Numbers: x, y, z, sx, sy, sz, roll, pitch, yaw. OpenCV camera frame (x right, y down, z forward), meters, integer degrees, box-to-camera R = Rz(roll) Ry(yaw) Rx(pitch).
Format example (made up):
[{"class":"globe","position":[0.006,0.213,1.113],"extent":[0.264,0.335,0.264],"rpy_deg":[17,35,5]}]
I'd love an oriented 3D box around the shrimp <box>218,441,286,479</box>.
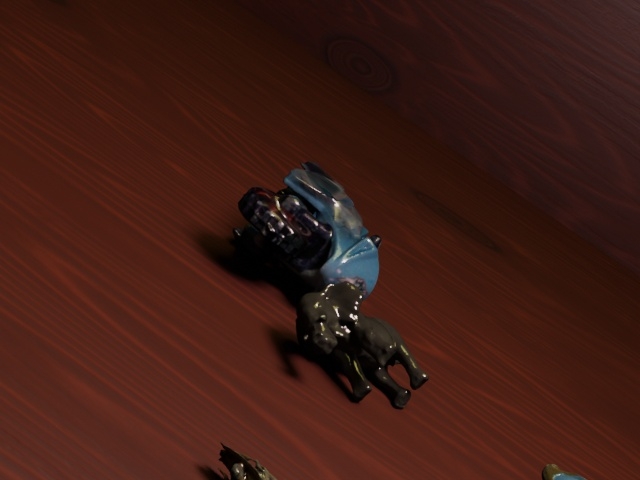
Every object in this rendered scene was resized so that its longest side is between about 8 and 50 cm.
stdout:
[{"class":"shrimp","position":[0.023,0.286,1.158],"extent":[0.169,0.058,0.296],"rpy_deg":[-20,51,-36]}]

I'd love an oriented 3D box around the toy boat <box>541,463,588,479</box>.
[{"class":"toy boat","position":[0.385,0.371,1.605],"extent":[0.186,0.075,0.077],"rpy_deg":[28,20,-3]}]

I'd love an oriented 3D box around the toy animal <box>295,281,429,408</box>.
[{"class":"toy animal","position":[0.044,0.147,1.596],"extent":[0.146,0.115,0.245],"rpy_deg":[54,5,36]}]

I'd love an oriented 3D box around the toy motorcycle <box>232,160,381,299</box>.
[{"class":"toy motorcycle","position":[0.000,0.000,1.839],"extent":[0.232,0.172,0.416],"rpy_deg":[41,9,5]}]
